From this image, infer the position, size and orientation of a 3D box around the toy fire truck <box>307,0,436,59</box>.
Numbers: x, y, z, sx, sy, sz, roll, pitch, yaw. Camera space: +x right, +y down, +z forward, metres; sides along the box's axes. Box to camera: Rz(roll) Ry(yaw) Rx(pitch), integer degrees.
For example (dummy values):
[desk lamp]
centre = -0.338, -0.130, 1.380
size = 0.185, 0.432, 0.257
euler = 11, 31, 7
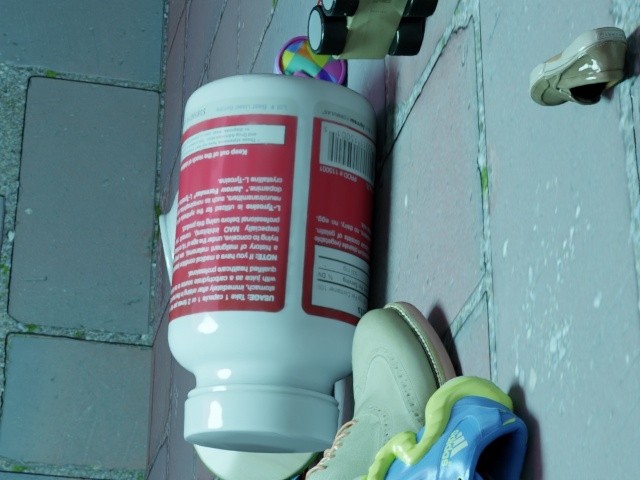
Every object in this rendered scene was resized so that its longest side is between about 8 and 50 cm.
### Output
[toy fire truck]
centre = 0.063, -0.348, 2.041
size = 0.217, 0.159, 0.246
euler = 109, 152, -49

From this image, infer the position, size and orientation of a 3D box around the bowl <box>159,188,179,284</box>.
[bowl]
centre = -0.148, 0.020, 2.611
size = 0.298, 0.134, 0.297
euler = 170, 90, -88

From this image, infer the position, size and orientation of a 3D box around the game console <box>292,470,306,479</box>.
[game console]
centre = -0.068, 0.264, 2.445
size = 0.085, 0.124, 0.144
euler = -60, 1, -25

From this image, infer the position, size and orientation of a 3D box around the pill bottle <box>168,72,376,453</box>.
[pill bottle]
centre = -0.056, 0.032, 2.137
size = 0.229, 0.229, 0.407
euler = 133, 142, -71

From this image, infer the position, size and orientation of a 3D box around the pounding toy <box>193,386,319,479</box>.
[pounding toy]
centre = -0.070, 0.202, 2.340
size = 0.110, 0.183, 0.236
euler = 41, -151, -66

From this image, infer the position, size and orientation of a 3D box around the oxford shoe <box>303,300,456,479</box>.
[oxford shoe]
centre = 0.050, 0.207, 1.730
size = 0.397, 0.147, 0.140
euler = -96, 17, -46

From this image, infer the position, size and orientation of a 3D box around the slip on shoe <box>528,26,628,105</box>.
[slip on shoe]
centre = 0.200, -0.123, 1.439
size = 0.135, 0.051, 0.041
euler = 141, 123, -65

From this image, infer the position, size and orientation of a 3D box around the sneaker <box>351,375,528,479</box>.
[sneaker]
centre = 0.085, 0.221, 1.538
size = 0.240, 0.091, 0.126
euler = -56, 24, -4

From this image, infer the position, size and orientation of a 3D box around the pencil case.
[pencil case]
centre = -0.037, -0.170, 2.484
size = 0.236, 0.104, 0.104
euler = 113, 160, -55
